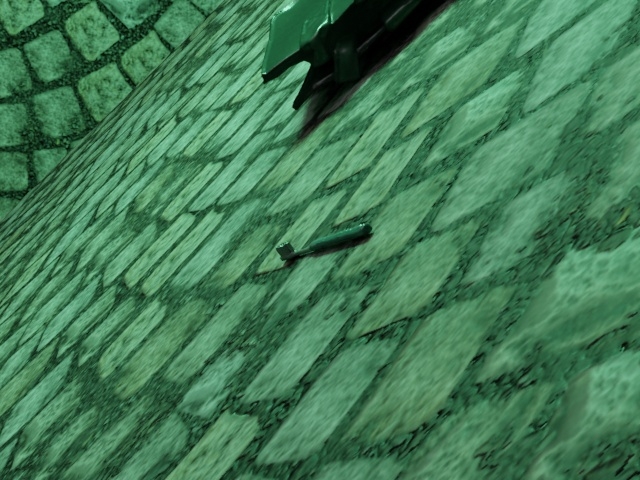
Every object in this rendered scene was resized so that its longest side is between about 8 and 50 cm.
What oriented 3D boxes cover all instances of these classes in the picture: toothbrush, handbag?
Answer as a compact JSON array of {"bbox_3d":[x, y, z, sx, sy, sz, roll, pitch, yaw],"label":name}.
[{"bbox_3d":[0.000,0.000,1.305,0.011,0.014,0.167,-41,10,-23],"label":"toothbrush"},{"bbox_3d":[0.079,-0.291,1.802,0.326,0.089,0.238,-40,14,19],"label":"handbag"}]
